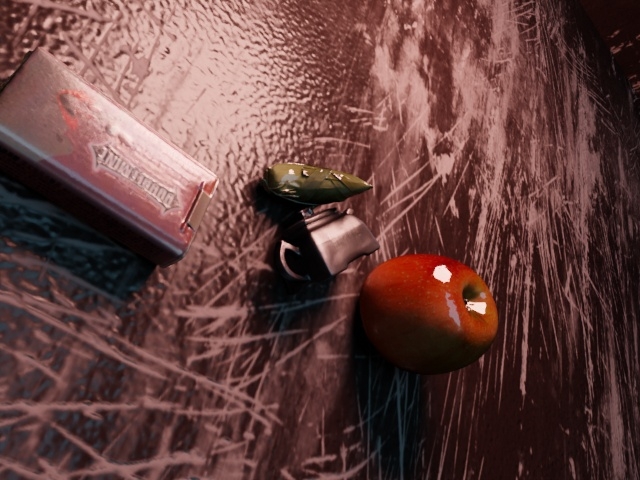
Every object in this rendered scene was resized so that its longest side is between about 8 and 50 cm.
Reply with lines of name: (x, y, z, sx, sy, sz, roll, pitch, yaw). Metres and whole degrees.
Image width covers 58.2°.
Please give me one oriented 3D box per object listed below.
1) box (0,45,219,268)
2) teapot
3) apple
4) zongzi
box: (-0.220, -0.078, 0.584, 0.224, 0.069, 0.120, 36, 53, -30)
teapot: (0.000, 0.000, 0.768, 0.177, 0.087, 0.096, -28, 91, -47)
apple: (0.151, 0.101, 0.823, 0.181, 0.168, 0.181, 18, 60, -34)
zongzi: (-0.009, -0.078, 0.763, 0.109, 0.119, 0.055, 10, 80, -43)
